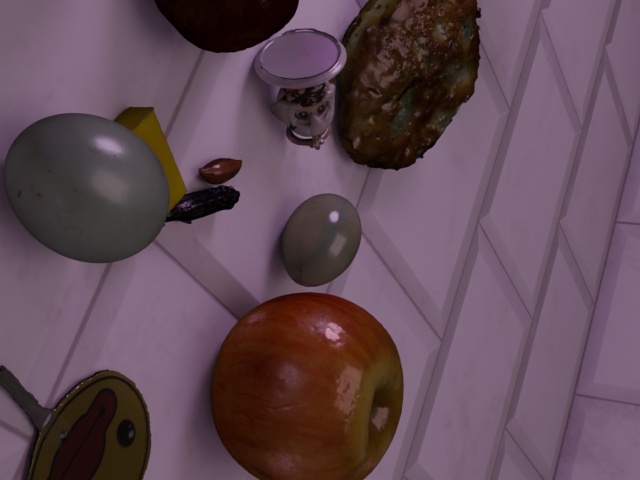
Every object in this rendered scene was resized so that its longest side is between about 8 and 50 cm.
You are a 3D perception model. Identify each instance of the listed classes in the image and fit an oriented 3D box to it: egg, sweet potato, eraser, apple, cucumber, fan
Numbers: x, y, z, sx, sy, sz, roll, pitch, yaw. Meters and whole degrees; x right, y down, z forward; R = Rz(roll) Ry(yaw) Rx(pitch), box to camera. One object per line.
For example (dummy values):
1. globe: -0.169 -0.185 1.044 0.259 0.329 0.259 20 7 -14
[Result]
1. egg: 0.000 0.000 1.593 0.152 0.114 0.114 -63 145 -29
2. egg: -0.241 -0.054 1.118 0.192 0.149 0.149 40 61 -55
3. sweet potato: -0.130 -0.093 1.427 0.095 0.034 0.034 -22 115 -54
4. eraser: -0.215 -0.082 1.266 0.097 0.045 0.122 -53 138 -42
5. apple: -0.017 0.207 1.486 0.286 0.233 0.286 -31 126 -58
6. cucumber: -0.163 -0.041 1.374 0.163 0.043 0.038 -22 122 -54
7. fan: -0.284 0.240 1.242 0.229 0.011 0.335 -63 147 -32

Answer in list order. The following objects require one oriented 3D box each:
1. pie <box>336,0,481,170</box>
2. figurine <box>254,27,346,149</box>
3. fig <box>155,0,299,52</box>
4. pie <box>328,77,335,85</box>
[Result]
1. pie: 0.143 -0.278 1.771 0.354 0.103 0.288 -52 141 -10
2. figurine: -0.022 -0.207 1.531 0.153 0.132 0.132 82 30 -46
3. fig: -0.082 -0.329 1.332 0.290 0.191 0.190 -19 112 -59
4. pie: -0.002 -0.230 1.642 0.084 0.021 0.084 -31 126 -56
